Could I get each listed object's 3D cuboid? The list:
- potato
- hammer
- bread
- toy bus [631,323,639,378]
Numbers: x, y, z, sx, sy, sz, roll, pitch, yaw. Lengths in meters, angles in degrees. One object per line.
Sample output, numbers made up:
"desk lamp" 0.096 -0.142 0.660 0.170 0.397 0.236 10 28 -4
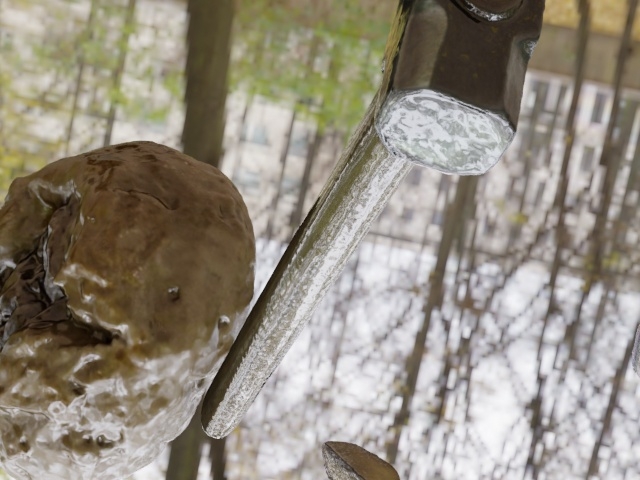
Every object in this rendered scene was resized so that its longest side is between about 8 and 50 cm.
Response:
"potato" 0.041 0.203 1.205 0.036 0.037 0.093 -17 -144 -32
"hammer" 0.000 0.000 0.602 0.043 0.111 0.365 19 147 -9
"bread" -0.142 0.035 0.872 0.123 0.230 0.230 33 176 -31
"toy bus" 0.249 0.071 0.901 0.102 0.052 0.058 10 -166 -9
